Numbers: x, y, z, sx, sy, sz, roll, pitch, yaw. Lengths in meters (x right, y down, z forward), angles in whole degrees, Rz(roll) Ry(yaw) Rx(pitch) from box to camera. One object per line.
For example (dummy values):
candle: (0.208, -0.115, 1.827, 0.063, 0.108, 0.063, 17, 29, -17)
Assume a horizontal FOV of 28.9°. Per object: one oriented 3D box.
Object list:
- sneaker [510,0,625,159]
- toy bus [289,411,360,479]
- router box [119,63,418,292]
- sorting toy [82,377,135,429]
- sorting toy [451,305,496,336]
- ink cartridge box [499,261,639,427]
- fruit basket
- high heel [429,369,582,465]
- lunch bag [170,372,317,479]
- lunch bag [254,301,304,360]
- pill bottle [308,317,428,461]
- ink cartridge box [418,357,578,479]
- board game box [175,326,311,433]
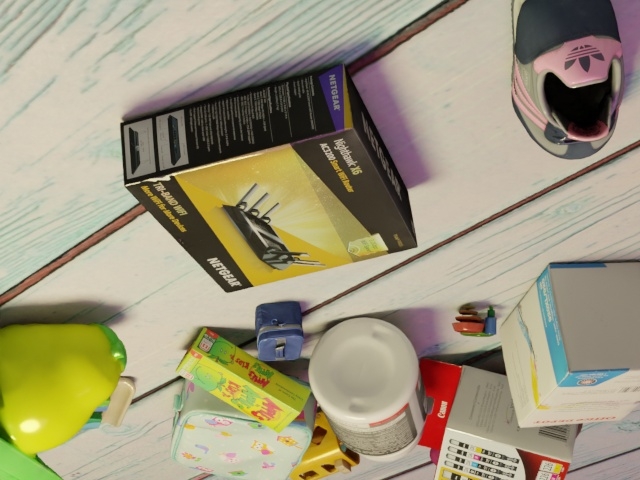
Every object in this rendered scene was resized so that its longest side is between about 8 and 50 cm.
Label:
sneaker: (0.246, -0.134, 1.223, 0.112, 0.131, 0.319, -14, 154, 11)
toy bus: (0.027, 0.354, 2.162, 0.191, 0.104, 0.202, 3, 143, -17)
router box: (-0.045, -0.055, 1.357, 0.243, 0.081, 0.309, -14, 154, 12)
sorting toy: (-0.408, 0.268, 1.963, 0.208, 0.038, 0.193, 1, 153, -18)
sorting toy: (0.233, 0.119, 1.853, 0.061, 0.042, 0.102, -1, 170, 21)
ink cartridge box: (0.385, 0.155, 1.812, 0.171, 0.168, 0.232, -1, 153, -12)
fruit basket: (-0.457, 0.212, 1.674, 0.392, 0.283, 0.392, -42, 153, -28)
high heel: (0.284, 0.316, 2.240, 0.181, 0.127, 0.377, 40, 140, -18)
lunch bag: (-0.131, 0.292, 1.991, 0.224, 0.108, 0.279, 14, 148, -7)
lunch bag: (-0.057, 0.132, 1.756, 0.067, 0.065, 0.098, -6, 155, -5)
pill bottle: (0.081, 0.239, 1.906, 0.161, 0.161, 0.283, -10, 154, 4)
ink cartridge box: (0.270, 0.352, 2.075, 0.272, 0.130, 0.309, 14, 144, 9)
board game box: (-0.114, 0.206, 1.814, 0.181, 0.043, 0.092, 32, 145, -5)
